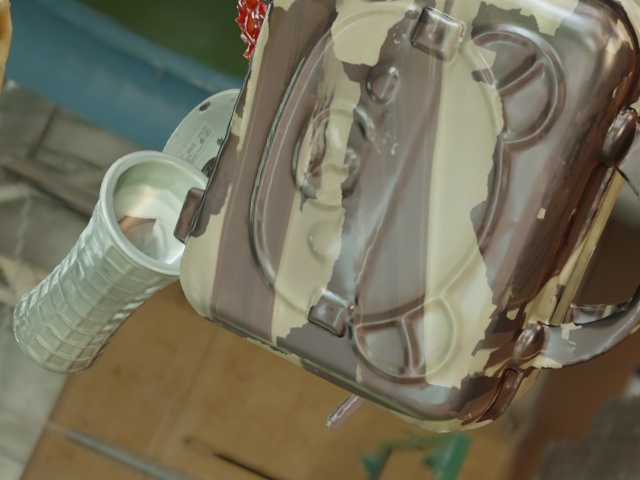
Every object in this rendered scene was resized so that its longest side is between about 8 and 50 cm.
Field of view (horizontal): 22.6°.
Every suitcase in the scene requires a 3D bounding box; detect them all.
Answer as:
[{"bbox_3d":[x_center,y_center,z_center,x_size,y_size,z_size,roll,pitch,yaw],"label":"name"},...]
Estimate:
[{"bbox_3d":[0.100,-0.044,1.137,0.194,0.339,0.351,-26,-42,-65],"label":"suitcase"}]

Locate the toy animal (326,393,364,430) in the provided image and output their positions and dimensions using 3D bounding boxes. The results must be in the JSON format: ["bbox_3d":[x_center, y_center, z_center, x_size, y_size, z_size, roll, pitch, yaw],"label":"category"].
[{"bbox_3d":[0.128,0.133,2.239,0.081,0.206,0.367,97,-178,-46],"label":"toy animal"}]

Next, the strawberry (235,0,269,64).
[{"bbox_3d":[0.093,-0.184,1.480,0.292,0.343,0.292,-37,5,4],"label":"strawberry"}]

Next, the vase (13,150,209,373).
[{"bbox_3d":[-0.225,0.036,1.703,0.299,0.143,0.143,-41,21,49],"label":"vase"}]

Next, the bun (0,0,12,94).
[{"bbox_3d":[-0.403,-0.200,1.516,0.364,0.202,0.364,-5,-90,-80],"label":"bun"}]

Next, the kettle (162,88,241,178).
[{"bbox_3d":[0.003,-0.015,1.803,0.265,0.318,0.205,6,74,46],"label":"kettle"}]
